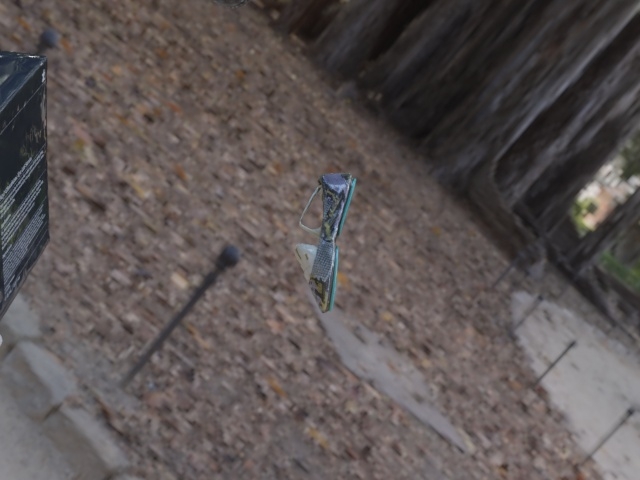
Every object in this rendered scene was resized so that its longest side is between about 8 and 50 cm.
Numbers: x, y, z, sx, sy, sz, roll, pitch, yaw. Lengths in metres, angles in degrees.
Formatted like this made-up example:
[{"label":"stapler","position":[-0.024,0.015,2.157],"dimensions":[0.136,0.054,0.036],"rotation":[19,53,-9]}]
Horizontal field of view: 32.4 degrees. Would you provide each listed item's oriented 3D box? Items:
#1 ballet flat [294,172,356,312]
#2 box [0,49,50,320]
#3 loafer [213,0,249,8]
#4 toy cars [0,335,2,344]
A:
[{"label":"ballet flat","position":[0.000,0.000,0.866],"dimensions":[0.041,0.114,0.041],"rotation":[10,-15,3]},{"label":"box","position":[-0.296,-0.022,0.855],"dimensions":[0.103,0.184,0.261],"rotation":[10,29,0]},{"label":"loafer","position":[-0.021,-0.207,0.669],"dimensions":[0.062,0.170,0.061],"rotation":[14,-19,34]},{"label":"toy cars","position":[-0.420,0.198,1.195],"dimensions":[0.087,0.394,0.176],"rotation":[25,23,12]}]
